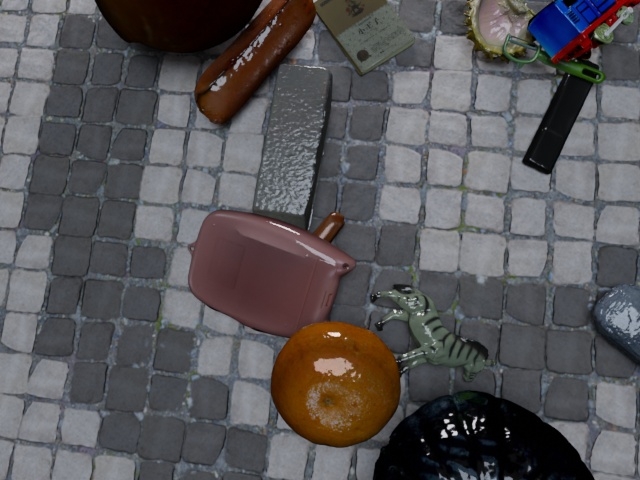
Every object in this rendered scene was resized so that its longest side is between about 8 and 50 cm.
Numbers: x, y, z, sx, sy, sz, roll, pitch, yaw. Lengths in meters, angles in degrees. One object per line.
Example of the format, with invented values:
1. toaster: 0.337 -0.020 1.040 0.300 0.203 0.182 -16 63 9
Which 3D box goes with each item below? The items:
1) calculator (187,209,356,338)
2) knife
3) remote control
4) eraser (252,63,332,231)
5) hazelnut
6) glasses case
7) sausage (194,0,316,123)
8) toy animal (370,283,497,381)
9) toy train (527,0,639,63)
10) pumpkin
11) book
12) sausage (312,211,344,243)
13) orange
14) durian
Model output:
1. calculator: -0.112 0.067 0.963 0.329 0.048 0.220 18 101 12
2. knife: 0.453 -0.342 0.983 0.212 0.015 0.054 19 102 -3
3. remote control: 0.479 -0.248 1.000 0.063 0.025 0.245 26 84 4
4. eraser: -0.053 -0.169 1.007 0.111 0.077 0.353 9 82 9
5. hazelnut: -0.289 -0.581 0.946 0.401 0.402 0.430 -4 92 4
6. glasses case: 0.618 0.193 0.892 0.282 0.067 0.109 40 89 8
7. sausage: -0.136 -0.381 1.039 0.102 0.102 0.330 40 86 10
8. toy animal: 0.203 0.171 0.932 0.175 0.073 0.217 -21 75 -5
9. toy train: 0.505 -0.424 0.958 0.204 0.083 0.131 -39 87 -23
10. pumpkin: 0.247 0.425 0.786 0.363 0.266 0.364 -1 84 8
11. book: 0.090 -0.462 1.072 0.138 0.016 0.199 -33 79 -1
12. sausage: 0.000 0.000 0.990 0.039 0.041 0.131 38 85 15
13. orange: 0.026 0.241 0.874 0.223 0.170 0.224 0 101 2
14. durian: 0.334 -0.453 1.008 0.140 0.078 0.224 -41 99 7
